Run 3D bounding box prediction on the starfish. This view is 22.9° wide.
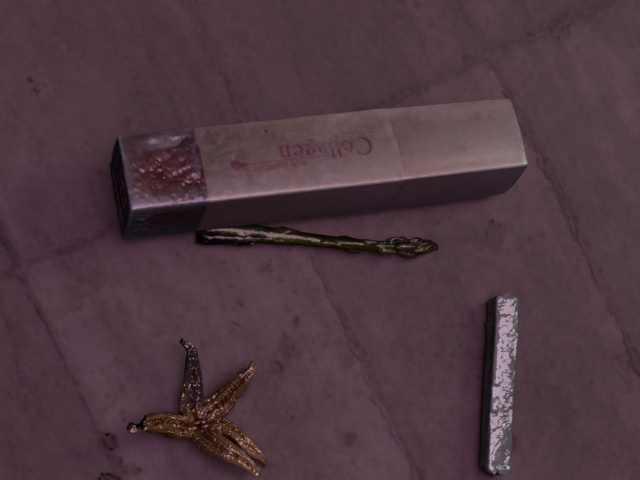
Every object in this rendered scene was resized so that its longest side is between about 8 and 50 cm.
[{"bbox_3d":[-0.114,0.155,1.400,0.130,0.041,0.133,-8,77,-24],"label":"starfish"}]

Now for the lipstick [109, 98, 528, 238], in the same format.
[{"bbox_3d":[0.000,-0.068,1.438,0.371,0.080,0.076,-7,71,-15],"label":"lipstick"}]

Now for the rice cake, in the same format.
[{"bbox_3d":[0.167,0.135,1.477,0.029,0.033,0.171,5,81,-9],"label":"rice cake"}]

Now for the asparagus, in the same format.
[{"bbox_3d":[0.000,0.000,1.465,0.233,0.023,0.022,4,125,-13],"label":"asparagus"}]
